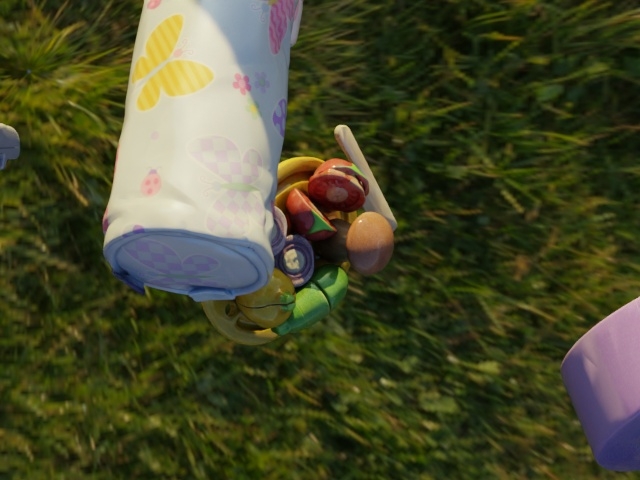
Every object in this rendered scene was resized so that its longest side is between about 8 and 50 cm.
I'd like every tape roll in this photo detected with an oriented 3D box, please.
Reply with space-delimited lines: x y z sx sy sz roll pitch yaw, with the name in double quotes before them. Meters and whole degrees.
"tape roll" 0.356 0.107 1.403 0.274 0.275 0.090 -15 66 -8

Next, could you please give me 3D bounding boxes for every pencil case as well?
"pencil case" -0.074 -0.095 1.112 0.124 0.113 0.273 33 55 -50

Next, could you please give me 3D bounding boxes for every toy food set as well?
"toy food set" 0.000 0.000 1.285 0.218 0.071 0.128 -40 121 -34

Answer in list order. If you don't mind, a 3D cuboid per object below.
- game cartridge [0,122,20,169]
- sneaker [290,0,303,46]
"game cartridge" -0.466 -0.101 1.573 0.196 0.294 0.060 6 97 28
"sneaker" -0.083 -0.216 1.572 0.134 0.051 0.070 2 89 13
